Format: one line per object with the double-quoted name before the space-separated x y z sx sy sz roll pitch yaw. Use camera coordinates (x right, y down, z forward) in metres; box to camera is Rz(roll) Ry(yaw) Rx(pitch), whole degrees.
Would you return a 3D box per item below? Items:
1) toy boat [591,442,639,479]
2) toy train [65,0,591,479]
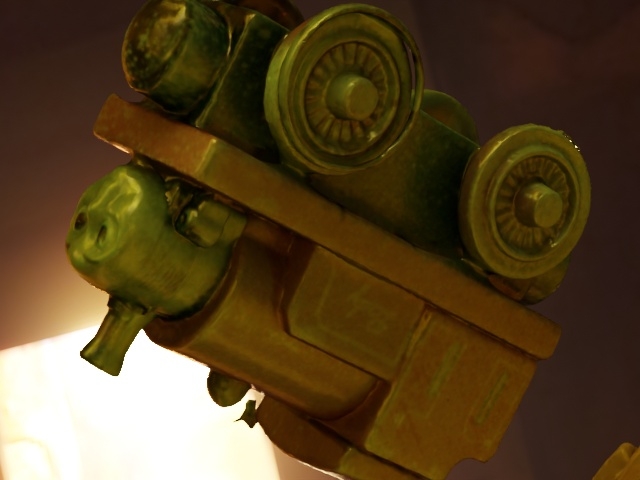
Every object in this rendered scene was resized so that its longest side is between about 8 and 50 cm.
"toy boat" 0.098 0.125 0.343 0.206 0.072 0.064 64 26 0
"toy train" 0.000 0.000 1.035 0.304 0.150 0.221 29 88 -34
